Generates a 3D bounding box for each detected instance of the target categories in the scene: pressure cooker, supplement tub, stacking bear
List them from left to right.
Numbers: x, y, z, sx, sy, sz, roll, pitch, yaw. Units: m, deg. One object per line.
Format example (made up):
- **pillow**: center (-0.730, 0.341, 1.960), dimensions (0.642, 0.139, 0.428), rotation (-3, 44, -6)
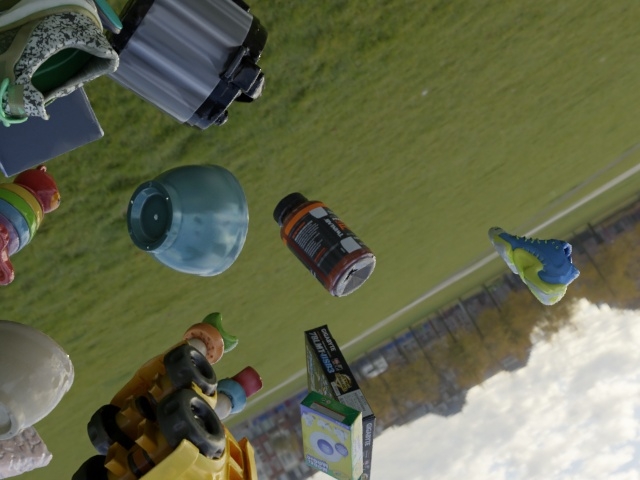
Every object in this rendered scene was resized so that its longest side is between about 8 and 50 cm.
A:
- **stacking bear**: center (-0.712, -0.064, 1.707), dimensions (0.289, 0.164, 0.175), rotation (-65, 169, -50)
- **pressure cooker**: center (-0.343, -0.501, 1.978), dimensions (0.375, 0.421, 0.369), rotation (-41, -152, 35)
- **supplement tub**: center (0.000, 0.000, 1.306), dimensions (0.106, 0.198, 0.106), rotation (-33, 151, -21)

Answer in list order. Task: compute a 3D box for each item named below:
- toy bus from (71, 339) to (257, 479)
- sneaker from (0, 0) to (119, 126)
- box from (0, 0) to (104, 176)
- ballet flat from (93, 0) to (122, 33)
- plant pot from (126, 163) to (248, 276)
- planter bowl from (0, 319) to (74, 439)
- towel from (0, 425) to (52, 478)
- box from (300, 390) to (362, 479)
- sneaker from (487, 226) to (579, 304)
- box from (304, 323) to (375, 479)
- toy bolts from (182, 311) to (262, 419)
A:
- **toy bus**: center (-0.134, 0.244, 0.795), dimensions (0.149, 0.211, 0.220), rotation (-41, -158, 9)
- **sneaker**: center (-0.479, -0.228, 1.084), dimensions (0.410, 0.182, 0.158), rotation (-37, 144, -16)
- **box**: center (-0.655, -0.347, 1.525), dimensions (0.212, 0.293, 0.395), rotation (-29, -146, -22)
- **ballet flat**: center (-0.423, -0.434, 1.265), dimensions (0.074, 0.203, 0.074), rotation (-30, -166, 8)
- **plant pot**: center (-0.352, -0.055, 1.831), dimensions (0.293, 0.293, 0.196), rotation (-36, 158, 30)
- **planter bowl**: center (-0.444, 0.207, 1.030), dimensions (0.162, 0.162, 0.109), rotation (-36, -156, 30)
- **towel**: center (-0.760, 0.371, 1.526), dimensions (0.053, 0.317, 0.332), rotation (-48, 159, 16)
- **box**: center (0.020, 0.354, 1.285), dimensions (0.043, 0.105, 0.179), rotation (-43, 140, -41)
- **sneaker**: center (0.474, 0.030, 1.613), dimensions (0.126, 0.240, 0.091), rotation (-38, 139, 7)
- **box**: center (0.042, 0.408, 1.798), dimensions (0.074, 0.293, 0.295), rotation (-14, 133, -13)
- **toy bolts**: center (-0.273, 0.321, 1.729), dimensions (0.218, 0.228, 0.158), rotation (-37, 179, 26)
